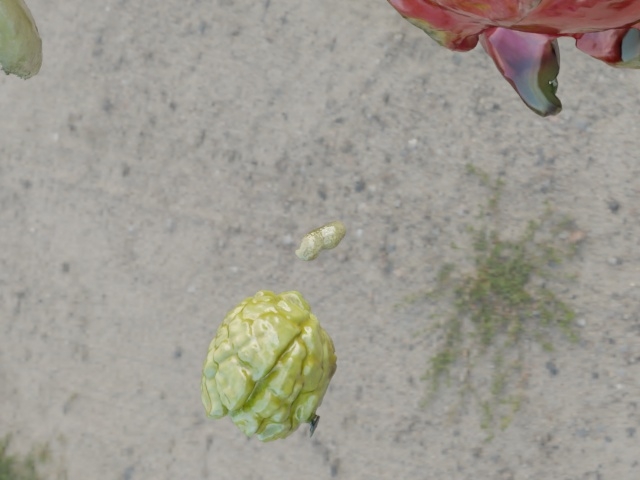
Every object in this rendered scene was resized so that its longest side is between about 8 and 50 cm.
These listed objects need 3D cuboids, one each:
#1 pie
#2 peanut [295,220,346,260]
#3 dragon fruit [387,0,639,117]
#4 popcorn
[{"bbox_3d":[-0.282,-0.221,0.877,0.052,0.185,0.218,-29,70,-11],"label":"pie"},{"bbox_3d":[0.000,0.000,1.423,0.037,0.083,0.037,41,151,29],"label":"peanut"},{"bbox_3d":[0.093,-0.189,0.408,0.237,0.231,0.303,-50,30,16],"label":"dragon fruit"},{"bbox_3d":[-0.056,0.149,1.212,0.142,0.173,0.174,6,89,9],"label":"popcorn"}]
